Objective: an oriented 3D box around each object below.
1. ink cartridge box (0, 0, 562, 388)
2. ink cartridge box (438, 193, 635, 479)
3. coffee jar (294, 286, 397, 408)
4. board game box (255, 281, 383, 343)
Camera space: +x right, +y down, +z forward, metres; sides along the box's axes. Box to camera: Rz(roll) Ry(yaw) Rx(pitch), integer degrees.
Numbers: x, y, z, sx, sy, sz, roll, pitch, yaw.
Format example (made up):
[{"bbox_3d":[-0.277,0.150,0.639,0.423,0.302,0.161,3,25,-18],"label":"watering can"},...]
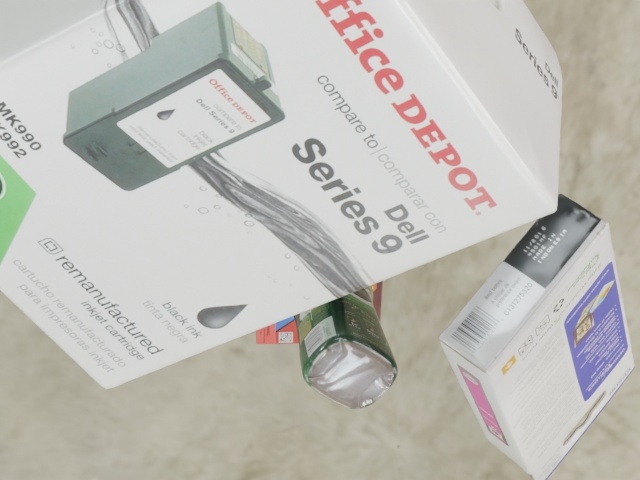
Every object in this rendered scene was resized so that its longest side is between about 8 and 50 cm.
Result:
[{"bbox_3d":[-0.051,-0.070,0.820,0.289,0.122,0.211,-23,126,27],"label":"ink cartridge box"},{"bbox_3d":[0.220,0.110,1.570,0.069,0.371,0.176,35,78,28],"label":"ink cartridge box"},{"bbox_3d":[0.017,0.087,1.696,0.096,0.184,0.079,33,112,-26],"label":"coffee jar"},{"bbox_3d":[0.000,0.000,1.796,0.145,0.027,0.281,-2,127,-4],"label":"board game box"}]
